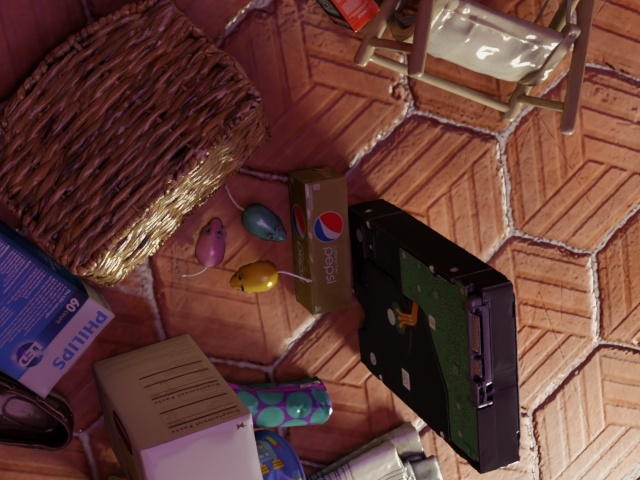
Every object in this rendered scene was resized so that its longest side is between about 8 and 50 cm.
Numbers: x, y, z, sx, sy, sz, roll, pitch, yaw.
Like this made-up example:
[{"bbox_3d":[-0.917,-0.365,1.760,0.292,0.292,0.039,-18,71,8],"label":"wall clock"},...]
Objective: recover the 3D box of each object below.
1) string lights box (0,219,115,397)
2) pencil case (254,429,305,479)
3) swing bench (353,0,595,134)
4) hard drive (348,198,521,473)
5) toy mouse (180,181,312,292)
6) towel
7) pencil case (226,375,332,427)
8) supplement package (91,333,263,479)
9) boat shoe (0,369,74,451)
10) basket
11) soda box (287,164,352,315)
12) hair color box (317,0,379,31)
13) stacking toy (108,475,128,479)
[{"bbox_3d":[-0.382,0.055,1.451,0.260,0.077,0.133,41,89,-29],"label":"string lights box"},{"bbox_3d":[-0.162,0.351,1.582,0.306,0.119,0.133,-21,98,-33],"label":"pencil case"},{"bbox_3d":[0.217,-0.293,1.544,0.253,0.165,0.254,17,95,-27],"label":"swing bench"},{"bbox_3d":[0.135,0.105,1.543,0.064,0.339,0.236,-13,112,-18],"label":"hard drive"},{"bbox_3d":[-0.102,-0.002,1.559,0.161,0.031,0.143,-10,98,1],"label":"toy mouse"},{"bbox_3d":[0.051,0.449,1.788,0.324,0.056,0.312,-28,116,-13],"label":"towel"},{"bbox_3d":[-0.065,0.212,1.650,0.152,0.064,0.070,-1,124,-24],"label":"pencil case"},{"bbox_3d":[-0.173,0.232,1.508,0.134,0.244,0.139,-17,113,-17],"label":"supplement package"},{"bbox_3d":[-0.406,0.187,1.476,0.257,0.095,0.095,19,100,-27],"label":"boat shoe"},{"bbox_3d":[-0.228,-0.116,1.450,0.213,0.223,0.299,45,87,4],"label":"basket"},{"bbox_3d":[0.000,0.000,1.605,0.058,0.061,0.181,-12,112,-20],"label":"soda box"},{"bbox_3d":[0.004,-0.318,1.490,0.043,0.072,0.141,-43,118,-5],"label":"hair color box"},{"bbox_3d":[-0.337,0.387,1.606,0.221,0.052,0.167,2,105,-22],"label":"stacking toy"}]
